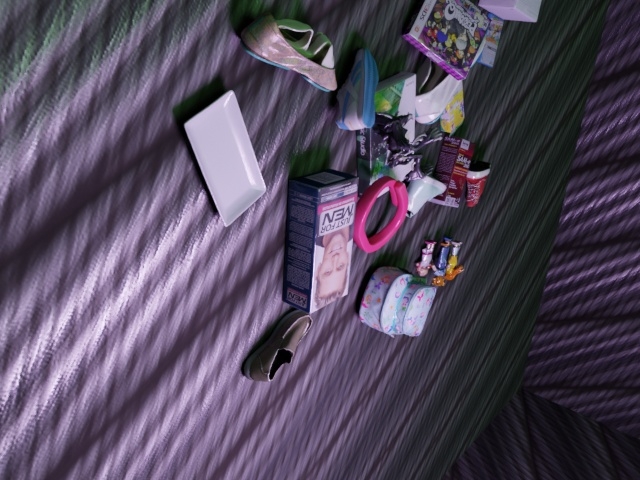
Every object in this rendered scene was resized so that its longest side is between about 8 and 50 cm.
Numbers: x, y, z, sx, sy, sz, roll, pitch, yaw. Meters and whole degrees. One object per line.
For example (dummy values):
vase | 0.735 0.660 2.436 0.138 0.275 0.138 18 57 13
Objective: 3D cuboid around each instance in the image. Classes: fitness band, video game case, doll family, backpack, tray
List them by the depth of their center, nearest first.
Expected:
tray | -0.205 -0.173 1.297 0.145 0.030 0.270 -45 139 -30
video game case | 0.372 -0.619 1.763 0.232 0.042 0.210 30 81 -25
fitness band | 0.172 -0.075 1.789 0.209 0.054 0.291 -47 154 -8
backpack | 0.248 0.202 1.988 0.254 0.191 0.225 17 93 -51
video game case | 0.607 -0.713 2.161 0.119 0.015 0.166 -6 112 -52
doll family | 0.464 0.084 2.272 0.263 0.119 0.163 -8 113 -53

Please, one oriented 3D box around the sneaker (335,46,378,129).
sneaker | 0.091 -0.392 1.553 0.087 0.092 0.228 33 60 -53

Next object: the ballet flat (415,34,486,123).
ballet flat | 0.386 -0.543 1.859 0.400 0.139 0.139 -58 144 -15

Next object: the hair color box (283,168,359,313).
hair color box | 0.000 0.000 1.602 0.174 0.105 0.346 -22 124 -47

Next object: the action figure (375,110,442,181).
action figure | 0.232 -0.280 1.642 0.141 0.164 0.275 -42 151 -4

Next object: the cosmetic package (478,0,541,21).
cosmetic package | 0.658 -0.877 2.039 0.224 0.138 0.224 -7 111 -53

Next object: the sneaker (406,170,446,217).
sneaker | 0.327 -0.151 2.006 0.151 0.094 0.256 -58 158 13

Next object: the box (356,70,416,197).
box | 0.193 -0.303 1.757 0.232 0.059 0.321 -35 132 -40

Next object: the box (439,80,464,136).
box | 0.444 -0.449 2.045 0.105 0.043 0.179 -45 136 -32

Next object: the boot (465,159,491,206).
boot | 0.586 -0.204 2.303 0.244 0.089 0.176 -25 130 -63

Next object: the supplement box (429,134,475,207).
supplement box | 0.467 -0.244 2.153 0.130 0.073 0.239 2 104 -54

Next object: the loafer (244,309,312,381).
loafer | -0.095 0.291 1.631 0.251 0.088 0.094 -48 140 -29

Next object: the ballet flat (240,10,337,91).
ballet flat | -0.036 -0.412 1.324 0.106 0.107 0.316 -48 154 23
